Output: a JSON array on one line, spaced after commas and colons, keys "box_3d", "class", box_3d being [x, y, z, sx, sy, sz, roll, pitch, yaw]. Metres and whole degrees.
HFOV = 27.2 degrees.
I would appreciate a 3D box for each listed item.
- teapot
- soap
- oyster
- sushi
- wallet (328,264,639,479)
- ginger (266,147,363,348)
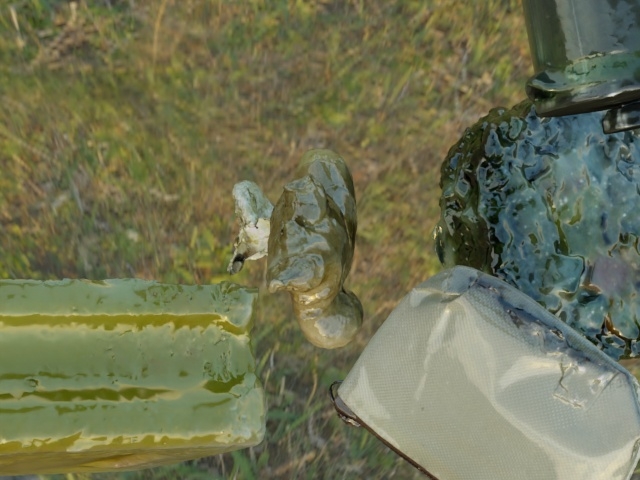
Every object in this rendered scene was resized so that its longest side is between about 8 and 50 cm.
[{"box_3d": [0.305, -0.279, 1.322, 0.271, 0.200, 0.337, -10, 90, -25], "class": "teapot"}, {"box_3d": [-0.205, 0.077, 0.675, 0.315, 0.199, 0.091, 1, 75, -29], "class": "soap"}, {"box_3d": [-0.064, -0.012, 1.455, 0.106, 0.200, 0.061, -13, 71, -23], "class": "oyster"}, {"box_3d": [0.296, -0.013, 1.636, 0.294, 0.178, 0.351, -13, 89, -22], "class": "sushi"}, {"box_3d": [0.178, 0.179, 1.366, 0.335, 0.274, 0.068, 38, 35, 16], "class": "wallet"}, {"box_3d": [-0.002, -0.011, 0.976, 0.059, 0.133, 0.214, -12, 44, 14], "class": "ginger"}]
